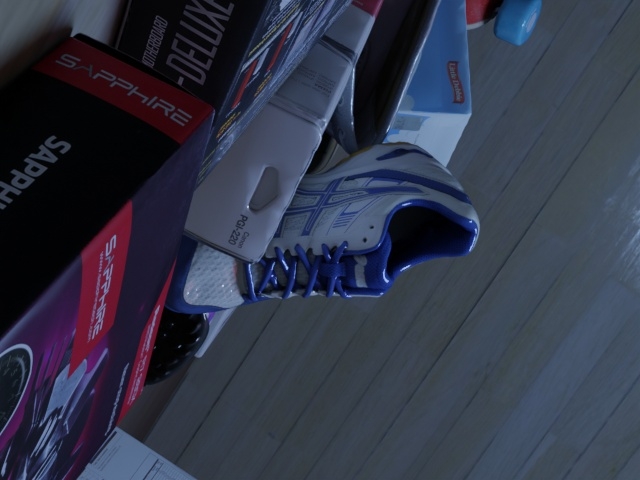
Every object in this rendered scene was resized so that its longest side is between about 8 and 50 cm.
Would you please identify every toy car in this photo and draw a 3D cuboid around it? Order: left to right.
[{"bbox_3d":[0.211,-0.415,1.522,0.210,0.219,0.238,-57,163,-16],"label":"toy car"}]

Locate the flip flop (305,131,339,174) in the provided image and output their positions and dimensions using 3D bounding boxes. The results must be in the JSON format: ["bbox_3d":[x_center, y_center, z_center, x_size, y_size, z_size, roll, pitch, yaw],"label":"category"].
[{"bbox_3d":[0.031,-0.201,1.509,0.080,0.112,0.277,-1,128,-43],"label":"flip flop"}]

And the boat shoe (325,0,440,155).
[{"bbox_3d":[0.068,-0.229,1.034,0.118,0.103,0.320,1,126,-36],"label":"boat shoe"}]

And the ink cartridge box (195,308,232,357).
[{"bbox_3d":[-0.134,0.033,1.600,0.219,0.092,0.160,-58,179,43],"label":"ink cartridge box"}]

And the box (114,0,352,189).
[{"bbox_3d":[-0.013,-0.195,0.724,0.307,0.076,0.242,-56,179,-39],"label":"box"}]

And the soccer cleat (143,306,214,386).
[{"bbox_3d":[-0.124,0.014,1.149,0.318,0.108,0.116,-62,173,30],"label":"soccer cleat"}]

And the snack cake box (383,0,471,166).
[{"bbox_3d":[0.096,-0.215,1.228,0.152,0.089,0.264,104,-13,-66],"label":"snack cake box"}]

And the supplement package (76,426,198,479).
[{"bbox_3d":[-0.266,0.384,1.426,0.199,0.262,0.198,-57,180,25],"label":"supplement package"}]

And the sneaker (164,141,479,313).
[{"bbox_3d":[0.000,0.000,1.011,0.296,0.131,0.112,-22,129,-16],"label":"sneaker"}]

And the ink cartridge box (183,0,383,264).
[{"bbox_3d":[-0.036,-0.110,0.936,0.218,0.092,0.158,-71,-173,-50],"label":"ink cartridge box"}]

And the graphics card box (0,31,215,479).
[{"bbox_3d":[-0.184,0.095,0.503,0.371,0.094,0.233,-54,169,-48],"label":"graphics card box"}]
